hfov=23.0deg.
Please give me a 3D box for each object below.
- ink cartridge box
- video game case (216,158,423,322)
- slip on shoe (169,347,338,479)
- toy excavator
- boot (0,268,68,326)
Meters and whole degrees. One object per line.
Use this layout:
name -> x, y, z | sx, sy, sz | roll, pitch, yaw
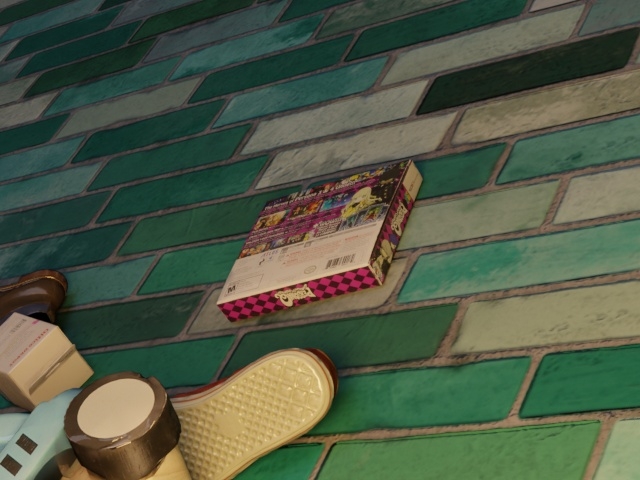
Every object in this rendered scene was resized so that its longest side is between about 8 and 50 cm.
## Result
ink cartridge box -> -0.378, 0.166, 2.073 | 0.092, 0.090, 0.143 | -46, 31, -22
video game case -> 0.000, 0.000, 1.979 | 0.232, 0.042, 0.210 | -16, 33, 31
slip on shoe -> -0.117, 0.208, 1.728 | 0.331, 0.123, 0.101 | -28, -4, 22
toy excavator -> -0.382, 0.319, 1.570 | 0.445, 0.222, 0.433 | 8, 45, 30
boot -> -0.466, 0.120, 2.252 | 0.219, 0.082, 0.106 | -28, 25, 8
